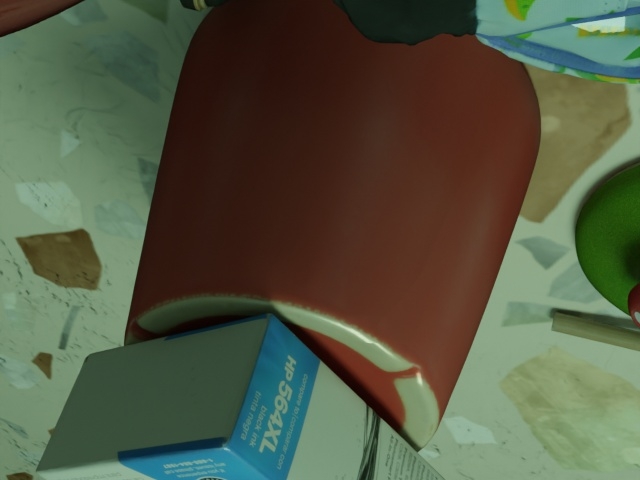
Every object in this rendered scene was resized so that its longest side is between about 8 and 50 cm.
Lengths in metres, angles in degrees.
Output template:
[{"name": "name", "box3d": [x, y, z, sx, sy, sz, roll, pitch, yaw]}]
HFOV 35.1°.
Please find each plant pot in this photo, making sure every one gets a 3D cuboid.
[{"name": "plant pot", "box3d": [0.000, 0.000, 0.671, 0.275, 0.243, 0.275, 11, 142, 8]}]

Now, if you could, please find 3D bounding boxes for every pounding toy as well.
[{"name": "pounding toy", "box3d": [0.272, 0.052, 0.747, 0.183, 0.110, 0.237, 11, 142, 7]}]

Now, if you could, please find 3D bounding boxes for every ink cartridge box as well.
[{"name": "ink cartridge box", "box3d": [-0.034, 0.143, 0.591, 0.148, 0.086, 0.203, -16, 131, 35]}]

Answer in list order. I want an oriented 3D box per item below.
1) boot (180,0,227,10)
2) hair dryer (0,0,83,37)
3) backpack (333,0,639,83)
[{"name": "boot", "box3d": [-0.001, -0.194, 0.573, 0.137, 0.077, 0.198, 16, 144, -8]}, {"name": "hair dryer", "box3d": [-0.249, -0.160, 0.656, 0.293, 0.223, 0.080, -13, 105, 14]}, {"name": "backpack", "box3d": [0.167, -0.196, 0.359, 0.355, 0.290, 0.273, -22, 128, 16]}]
